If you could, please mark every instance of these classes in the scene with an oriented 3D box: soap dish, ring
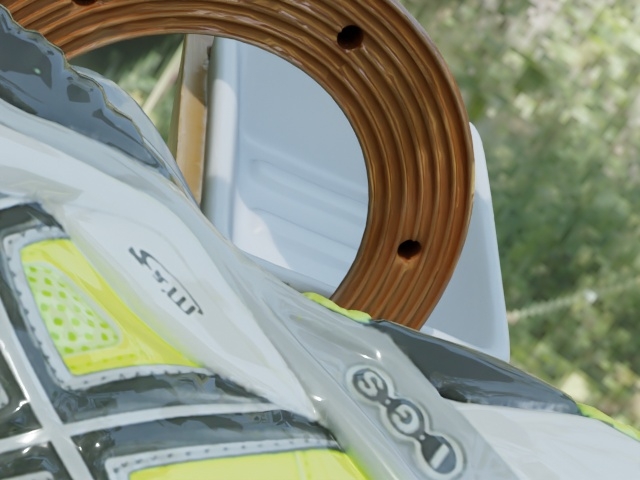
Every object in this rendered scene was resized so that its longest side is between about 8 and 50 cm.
[{"bbox_3d":[0.000,0.000,1.219,0.229,0.118,0.291,22,33,-17],"label":"soap dish"},{"bbox_3d":[-0.083,-0.017,1.013,0.336,0.336,0.032,24,24,-25],"label":"ring"}]

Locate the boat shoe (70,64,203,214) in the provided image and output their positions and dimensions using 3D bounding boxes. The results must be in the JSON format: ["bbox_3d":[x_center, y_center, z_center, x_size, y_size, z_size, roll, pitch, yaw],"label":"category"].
[{"bbox_3d":[-0.026,0.065,0.584,0.267,0.096,0.088,62,0,-32],"label":"boat shoe"}]

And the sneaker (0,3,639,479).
[{"bbox_3d":[-0.075,0.057,0.366,0.385,0.145,0.147,26,46,0],"label":"sneaker"}]
